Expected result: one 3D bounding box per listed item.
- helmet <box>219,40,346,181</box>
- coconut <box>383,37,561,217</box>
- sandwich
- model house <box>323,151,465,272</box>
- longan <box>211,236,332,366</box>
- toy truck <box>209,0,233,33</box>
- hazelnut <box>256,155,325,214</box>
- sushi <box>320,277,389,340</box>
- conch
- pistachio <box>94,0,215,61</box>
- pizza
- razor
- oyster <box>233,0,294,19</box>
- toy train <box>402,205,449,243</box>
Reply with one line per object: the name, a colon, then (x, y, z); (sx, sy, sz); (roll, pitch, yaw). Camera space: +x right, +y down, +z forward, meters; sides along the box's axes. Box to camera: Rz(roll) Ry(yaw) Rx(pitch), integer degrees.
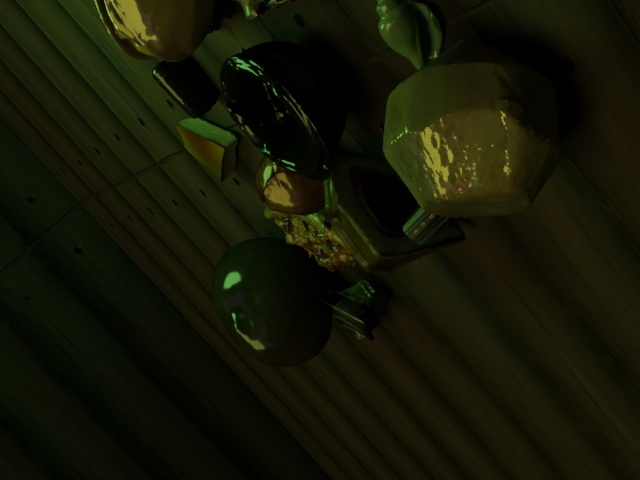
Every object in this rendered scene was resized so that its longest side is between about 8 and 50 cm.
helmet: (-0.042, -0.249, 1.768); (0.279, 0.160, 0.230); (39, 153, 13)
coconut: (0.219, -0.165, 1.408); (0.259, 0.259, 0.259); (37, 157, 18)
sandwich: (-0.269, -0.238, 2.325); (0.162, 0.058, 0.193); (42, 160, 7)
model house: (0.111, -0.048, 1.893); (0.268, 0.173, 0.239); (56, 167, 6)
longan: (-0.116, 0.147, 2.434); (0.350, 0.288, 0.288); (60, 166, 27)
toy truck: (-0.226, -0.432, 1.893); (0.079, 0.065, 0.147); (53, 158, -13)
hazelnut: (-0.053, -0.131, 1.995); (0.182, 0.182, 0.182); (37, 157, 18)
sushi: (0.106, 0.166, 2.367); (0.134, 0.109, 0.273); (30, 169, 21)
conch: (0.132, -0.328, 1.478); (0.180, 0.088, 0.065); (51, -158, -32)
pistachio: (-0.301, -0.471, 1.733); (0.230, 0.230, 0.308); (16, 118, 50)
pizza: (0.000, 0.000, 2.253); (0.336, 0.086, 0.226); (23, 148, 40)
razor: (-0.292, -0.338, 2.143); (0.148, 0.090, 0.054); (48, 159, -16)
oyster: (-0.110, -0.455, 1.625); (0.198, 0.092, 0.259); (37, 150, 10)
toy train: (0.222, -0.080, 1.668); (0.055, 0.048, 0.252); (41, 138, 1)
